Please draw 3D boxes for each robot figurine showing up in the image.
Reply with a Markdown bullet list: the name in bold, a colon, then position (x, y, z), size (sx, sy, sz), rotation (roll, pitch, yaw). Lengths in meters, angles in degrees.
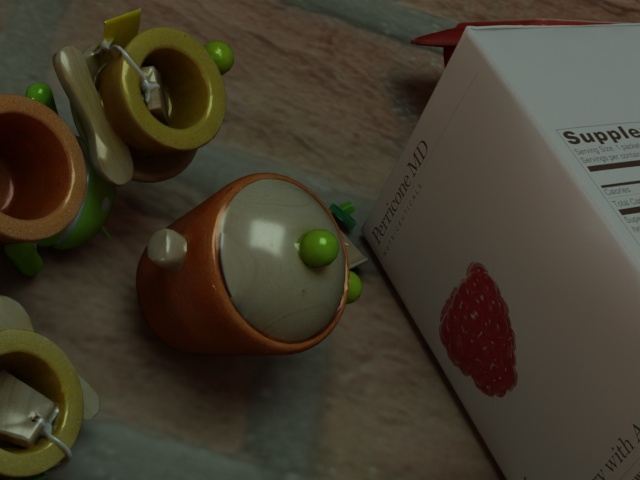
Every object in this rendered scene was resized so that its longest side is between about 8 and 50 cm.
- **robot figurine**: position (-0.164, -0.033, 0.737), size (0.115, 0.067, 0.101), rotation (15, 69, -34)

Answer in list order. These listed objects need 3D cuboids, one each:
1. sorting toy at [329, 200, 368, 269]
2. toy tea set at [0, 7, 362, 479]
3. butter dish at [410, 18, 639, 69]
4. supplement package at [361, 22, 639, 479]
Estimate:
- **sorting toy**: position (0.000, 0.000, 0.836), size (0.083, 0.012, 0.062), rotation (-23, 56, -37)
- **toy tea set**: position (-0.115, 0.007, 0.635), size (0.336, 0.124, 0.200), rotation (-34, 101, -42)
- **butter dish**: position (0.163, -0.095, 0.945), size (0.160, 0.118, 0.160), rotation (-2, 9, -26)
- **supplement package**: position (0.182, 0.035, 0.768), size (0.175, 0.177, 0.293), rotation (-6, 51, -31)
